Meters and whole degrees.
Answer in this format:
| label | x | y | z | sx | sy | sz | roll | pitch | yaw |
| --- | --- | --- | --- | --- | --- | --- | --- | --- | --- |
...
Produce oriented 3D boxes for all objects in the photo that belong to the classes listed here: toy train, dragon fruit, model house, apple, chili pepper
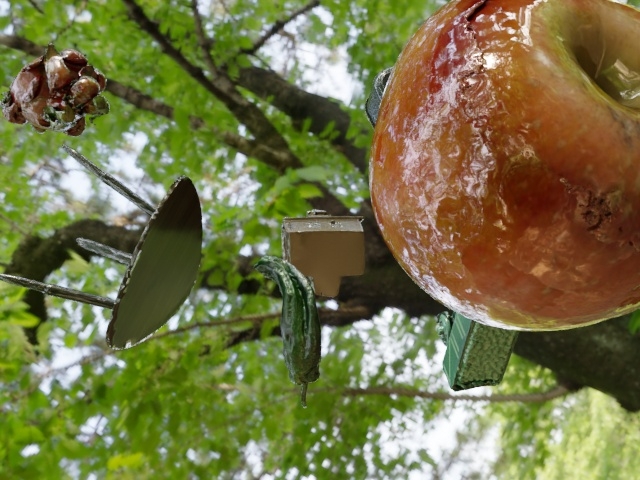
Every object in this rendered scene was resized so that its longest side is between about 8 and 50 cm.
| label | x | y | z | sx | sy | sz | roll | pitch | yaw |
| --- | --- | --- | --- | --- | --- | --- | --- | --- | --- |
| toy train | 0.272 | 0.143 | 1.454 | 0.115 | 0.154 | 0.270 | -2 | -49 | -11 |
| dragon fruit | -0.358 | -0.195 | 1.109 | 0.138 | 0.175 | 0.142 | -36 | -46 | -22 |
| model house | 0.000 | 0.000 | 1.844 | 0.248 | 0.180 | 0.176 | -103 | 13 | -64 |
| apple | 0.159 | -0.058 | 0.582 | 0.272 | 0.251 | 0.206 | -42 | -9 | -39 |
| chili pepper | -0.046 | 0.157 | 1.395 | 0.065 | 0.122 | 0.279 | -11 | -92 | -28 |

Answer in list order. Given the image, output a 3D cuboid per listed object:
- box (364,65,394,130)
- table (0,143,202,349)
| label | x | y | z | sx | sy | sz | roll | pitch | yaw |
| --- | --- | --- | --- | --- | --- | --- | --- | --- | --- |
| box | 0.165 | -0.169 | 1.197 | 0.144 | 0.201 | 0.090 | -22 | -16 | -11 |
| table | -0.381 | 0.016 | 1.467 | 0.317 | 0.249 | 0.318 | 21 | -90 | -78 |
